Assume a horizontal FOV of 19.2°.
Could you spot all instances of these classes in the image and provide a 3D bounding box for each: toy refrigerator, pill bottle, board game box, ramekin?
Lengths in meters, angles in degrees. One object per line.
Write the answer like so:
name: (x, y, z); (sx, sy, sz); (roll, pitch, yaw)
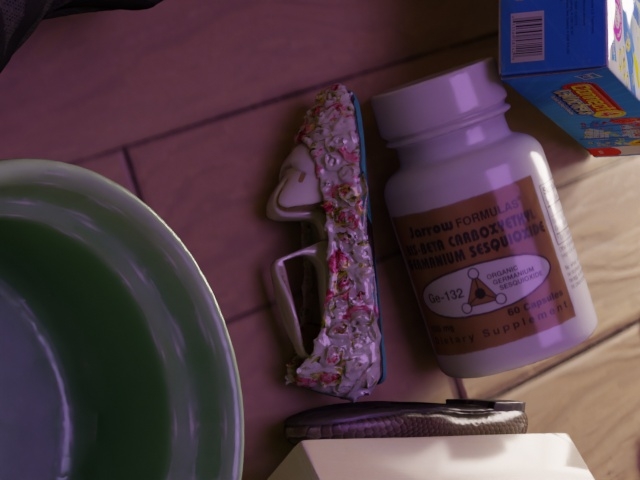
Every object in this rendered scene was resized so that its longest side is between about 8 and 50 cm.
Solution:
toy refrigerator: (0.078, 0.202, 1.388); (0.269, 0.102, 0.094); (2, 48, -40)
pill bottle: (0.122, -0.019, 1.476); (0.131, 0.131, 0.229); (-24, 98, -43)
board game box: (0.228, -0.248, 1.565); (0.302, 0.086, 0.308); (22, 67, -66)
ramekin: (-0.203, 0.111, 1.124); (0.303, 0.148, 0.303); (10, 76, -46)

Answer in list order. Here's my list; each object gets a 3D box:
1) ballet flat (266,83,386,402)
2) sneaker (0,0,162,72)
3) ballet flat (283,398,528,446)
ballet flat: (0.000, 0.000, 1.399); (0.077, 0.091, 0.241); (-2, 78, -18)
sneaker: (-0.271, -0.132, 1.139); (0.483, 0.185, 0.202); (-22, 125, -46)
ballet flat: (0.070, 0.151, 1.437); (0.250, 0.084, 0.058); (3, 89, -48)
